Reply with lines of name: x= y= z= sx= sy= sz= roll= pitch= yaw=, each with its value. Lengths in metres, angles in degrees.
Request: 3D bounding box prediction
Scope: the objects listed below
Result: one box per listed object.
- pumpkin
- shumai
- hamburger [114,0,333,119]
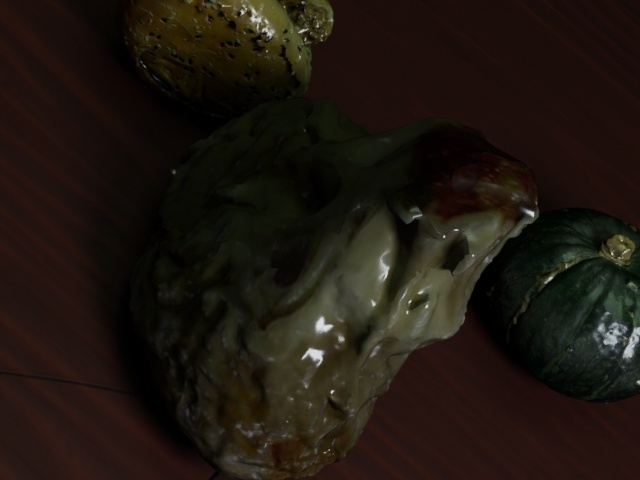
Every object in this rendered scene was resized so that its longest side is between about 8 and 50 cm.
pumpkin: x=0.241 y=0.055 z=1.409 sx=0.190 sy=0.146 sz=0.190 roll=20 pitch=50 yaw=-26
shumai: x=0.001 y=-0.002 z=1.166 sx=0.217 sy=0.283 sz=0.346 roll=24 pitch=55 yaw=-13
hamburger: x=-0.080 y=-0.173 z=1.337 sx=0.177 sy=0.185 sz=0.113 roll=-1 pitch=44 yaw=12
